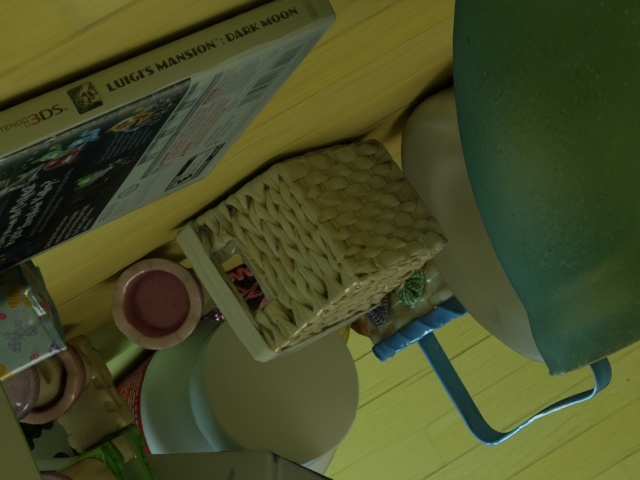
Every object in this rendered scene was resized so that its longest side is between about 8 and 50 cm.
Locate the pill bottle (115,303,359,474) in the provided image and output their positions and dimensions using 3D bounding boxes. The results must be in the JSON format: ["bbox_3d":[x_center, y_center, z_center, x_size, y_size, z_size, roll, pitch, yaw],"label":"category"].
[{"bbox_3d":[-0.117,0.212,1.557,0.229,0.229,0.408,-27,173,-31],"label":"pill bottle"}]

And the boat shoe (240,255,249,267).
[{"bbox_3d":[-0.025,0.022,1.237,0.066,0.063,0.184,-31,174,1],"label":"boat shoe"}]

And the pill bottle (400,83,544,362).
[{"bbox_3d":[0.279,-0.089,1.064,0.392,0.224,0.224,-28,173,-20],"label":"pill bottle"}]

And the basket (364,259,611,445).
[{"bbox_3d":[0.165,0.072,1.486,0.201,0.289,0.255,-33,173,-34],"label":"basket"}]

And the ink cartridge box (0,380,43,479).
[{"bbox_3d":[-0.287,0.190,0.605,0.353,0.207,0.119,-32,161,13],"label":"ink cartridge box"}]

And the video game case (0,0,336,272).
[{"bbox_3d":[-0.098,-0.038,0.622,0.173,0.022,0.190,-28,174,-29],"label":"video game case"}]

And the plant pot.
[{"bbox_3d":[0.171,-0.102,0.567,0.293,0.196,0.293,-30,174,-3],"label":"plant pot"}]

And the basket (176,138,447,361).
[{"bbox_3d":[0.000,0.000,0.979,0.103,0.113,0.167,-39,171,29],"label":"basket"}]

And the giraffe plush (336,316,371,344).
[{"bbox_3d":[0.014,0.090,1.693,0.170,0.181,0.210,-40,141,-14],"label":"giraffe plush"}]

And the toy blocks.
[{"bbox_3d":[-0.172,0.201,0.974,0.309,0.288,0.260,-29,178,7],"label":"toy blocks"}]

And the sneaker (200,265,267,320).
[{"bbox_3d":[-0.083,0.060,1.308,0.119,0.057,0.047,-26,174,-28],"label":"sneaker"}]

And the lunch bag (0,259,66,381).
[{"bbox_3d":[-0.174,0.042,0.712,0.071,0.053,0.083,-29,-154,-7],"label":"lunch bag"}]

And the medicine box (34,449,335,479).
[{"bbox_3d":[-0.142,0.285,1.257,0.289,0.149,0.263,-4,163,14],"label":"medicine box"}]

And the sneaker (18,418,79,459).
[{"bbox_3d":[-0.330,0.247,1.428,0.279,0.107,0.118,-30,179,0],"label":"sneaker"}]
